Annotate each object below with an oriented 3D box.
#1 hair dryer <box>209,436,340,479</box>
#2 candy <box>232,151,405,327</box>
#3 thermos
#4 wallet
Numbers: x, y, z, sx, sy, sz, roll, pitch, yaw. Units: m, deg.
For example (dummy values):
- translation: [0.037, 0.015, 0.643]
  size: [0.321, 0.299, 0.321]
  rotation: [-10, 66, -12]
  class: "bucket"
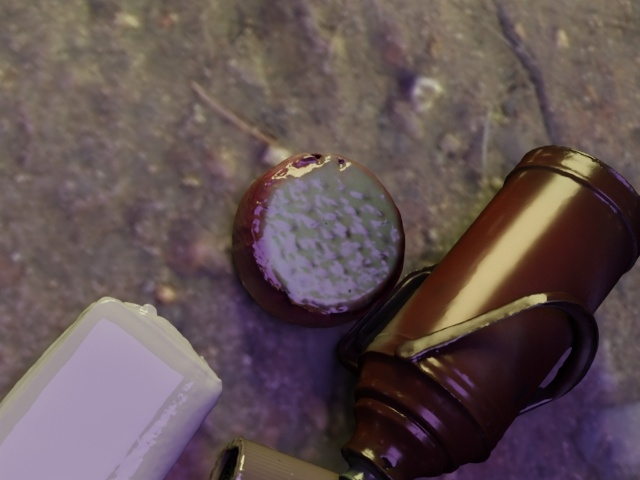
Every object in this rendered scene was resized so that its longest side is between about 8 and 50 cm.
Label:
- translation: [-0.002, 0.243, 0.527]
  size: [0.195, 0.054, 0.220]
  rotation: [26, 81, -14]
  class: "hair dryer"
- translation: [0.000, 0.000, 0.559]
  size: [0.103, 0.043, 0.103]
  rotation: [3, 81, -20]
  class: "candy"
- translation: [0.087, 0.053, 0.553]
  size: [0.232, 0.124, 0.099]
  rotation: [-46, 139, -22]
  class: "thermos"
- translation: [-0.133, 0.117, 0.498]
  size: [0.095, 0.033, 0.190]
  rotation: [39, 72, -13]
  class: "wallet"
